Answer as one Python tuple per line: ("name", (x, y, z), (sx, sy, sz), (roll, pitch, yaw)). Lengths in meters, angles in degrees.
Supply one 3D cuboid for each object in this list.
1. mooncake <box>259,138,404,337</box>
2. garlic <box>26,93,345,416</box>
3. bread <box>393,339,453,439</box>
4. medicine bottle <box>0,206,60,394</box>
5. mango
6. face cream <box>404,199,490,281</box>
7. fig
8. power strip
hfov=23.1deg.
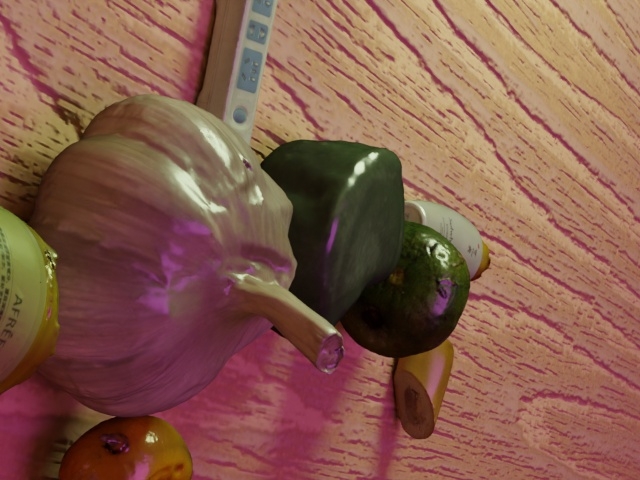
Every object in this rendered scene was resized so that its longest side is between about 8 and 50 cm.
("mooncake", (0.000, 0.000, 1.252), (0.175, 0.104, 0.168), (26, 73, -64))
("garlic", (-0.072, 0.022, 1.006), (0.218, 0.212, 0.219), (-42, 141, -46))
("bread", (0.100, 0.141, 1.554), (0.062, 0.049, 0.103), (40, 63, -60))
("medicine bottle", (-0.233, 0.015, 0.799), (0.239, 0.124, 0.124), (28, 75, -63))
("mango", (-0.133, 0.172, 1.091), (0.101, 0.066, 0.187), (-48, 158, -13))
("face cream", (0.116, 0.002, 1.529), (0.182, 0.051, 0.072), (26, 73, -63))
("fig", (0.075, 0.050, 1.404), (0.156, 0.123, 0.123), (54, 52, -70))
("power strip", (-0.063, -0.130, 1.160), (0.047, 0.030, 0.191), (10, 91, -62))
